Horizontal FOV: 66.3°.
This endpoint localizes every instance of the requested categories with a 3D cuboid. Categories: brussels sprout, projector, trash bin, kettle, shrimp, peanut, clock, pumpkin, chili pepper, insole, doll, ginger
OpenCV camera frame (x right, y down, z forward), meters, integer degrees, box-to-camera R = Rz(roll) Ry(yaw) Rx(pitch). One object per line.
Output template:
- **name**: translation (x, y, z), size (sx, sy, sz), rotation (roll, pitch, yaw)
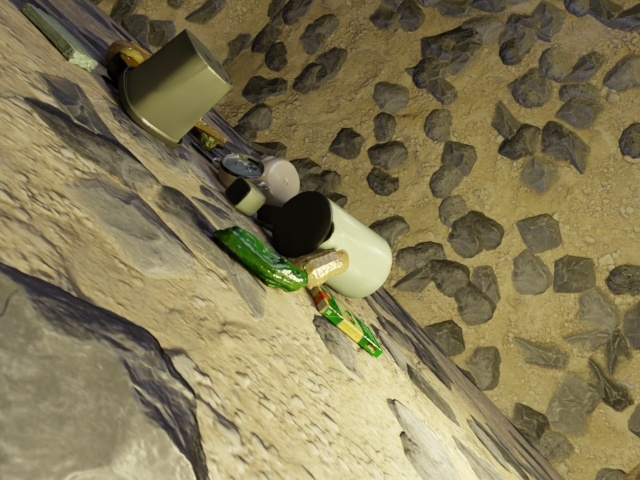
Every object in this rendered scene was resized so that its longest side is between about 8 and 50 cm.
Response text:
- **brussels sprout**: translation (-0.434, -0.372, 1.877), size (0.085, 0.058, 0.085), rotation (29, 0, 0)
- **projector**: translation (-0.231, -0.135, 1.501), size (0.083, 0.083, 0.082), rotation (48, 7, 33)
- **trash bin**: translation (-0.406, -0.440, 1.398), size (0.220, 0.250, 0.219), rotation (34, 24, -57)
- **kettle**: translation (0.000, 0.000, 1.616), size (0.361, 0.250, 0.377), rotation (23, -7, 41)
- **shrimp**: translation (-0.458, -0.425, 1.946), size (0.188, 0.051, 0.132), rotation (32, -10, -20)
- **peanut**: translation (0.003, 0.074, 1.363), size (0.083, 0.194, 0.093), rotation (-46, -120, 55)
- **clock**: translation (-0.266, -0.236, 1.661), size (0.229, 0.063, 0.155), rotation (30, 40, 11)
- **pumpkin**: translation (-0.554, -0.462, 1.553), size (0.163, 0.111, 0.278), rotation (65, 17, 6)
- **chili pepper**: translation (-0.120, 0.045, 1.079), size (0.257, 0.074, 0.100), rotation (41, 7, -28)
- **insole**: translation (-0.379, -0.269, 1.794), size (0.253, 0.005, 0.086), rotation (43, 5, -22)
- **doll**: translation (-0.205, -0.211, 1.855), size (0.221, 0.221, 0.251), rotation (46, 38, 5)
- **ginger**: translation (-0.668, -0.638, 1.740), size (0.190, 0.126, 0.354), rotation (49, 3, -14)

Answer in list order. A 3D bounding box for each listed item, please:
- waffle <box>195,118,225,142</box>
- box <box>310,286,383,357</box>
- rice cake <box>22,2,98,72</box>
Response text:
- **waffle**: translation (-0.420, -0.428, 1.890), size (0.153, 0.023, 0.097), rotation (29, 22, -4)
- **box**: translation (0.072, 0.224, 1.368), size (0.235, 0.034, 0.132), rotation (42, 7, -23)
- **rice cake**: translation (-0.701, -0.548, 1.318), size (0.211, 0.038, 0.124), rotation (45, 6, 2)
